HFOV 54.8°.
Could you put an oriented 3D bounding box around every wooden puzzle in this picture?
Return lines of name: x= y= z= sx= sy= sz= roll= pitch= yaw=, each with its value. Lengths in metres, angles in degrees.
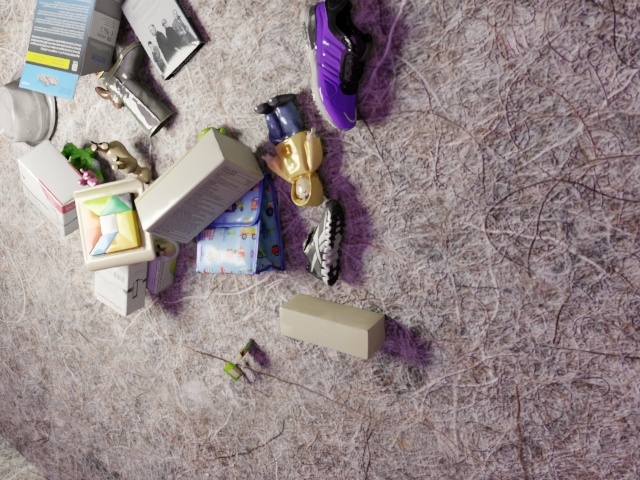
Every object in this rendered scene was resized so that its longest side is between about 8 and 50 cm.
wooden puzzle: x=-0.588 y=-0.043 z=1.747 sx=0.220 sy=0.044 sz=0.239 roll=-11 pitch=92 yaw=12

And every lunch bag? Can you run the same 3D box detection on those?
lunch bag: x=-0.223 y=-0.058 z=1.699 sx=0.220 sy=0.138 sz=0.294 roll=-1 pitch=91 yaw=35

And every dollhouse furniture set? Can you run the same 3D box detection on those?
dollhouse furniture set: x=-0.243 y=0.375 z=1.903 sx=0.058 sy=0.076 sz=0.152 roll=40 pitch=128 yaw=-1

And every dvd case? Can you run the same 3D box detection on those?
dvd case: x=-0.428 y=-0.584 z=1.667 sx=0.179 sy=0.029 sz=0.239 roll=-30 pitch=90 yaw=36

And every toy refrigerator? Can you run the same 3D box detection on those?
toy refrigerator: x=0.030 y=0.228 z=1.641 sx=0.269 sy=0.102 sz=0.094 roll=10 pitch=114 yaw=30

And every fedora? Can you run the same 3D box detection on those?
fedora: x=-1.004 y=-0.434 z=2.050 sx=0.243 sy=0.124 sz=0.276 roll=37 pitch=124 yaw=16

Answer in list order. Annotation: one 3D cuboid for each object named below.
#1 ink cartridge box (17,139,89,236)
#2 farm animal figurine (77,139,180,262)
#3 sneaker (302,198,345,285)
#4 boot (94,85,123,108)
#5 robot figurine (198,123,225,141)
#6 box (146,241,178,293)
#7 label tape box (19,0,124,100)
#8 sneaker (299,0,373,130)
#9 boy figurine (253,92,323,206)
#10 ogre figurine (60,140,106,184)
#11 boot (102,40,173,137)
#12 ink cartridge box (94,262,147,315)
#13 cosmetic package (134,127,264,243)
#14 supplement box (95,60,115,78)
ink cartridge box: x=-0.846 y=-0.158 z=1.981 sx=0.207 sy=0.117 sz=0.283 roll=46 pitch=151 yaw=1
farm animal figurine: x=-0.547 y=-0.121 z=1.845 sx=0.326 sy=0.172 sz=0.331 roll=11 pitch=96 yaw=11
sneaker: x=0.000 y=0.000 z=1.586 sx=0.106 sy=0.078 sz=0.235 roll=17 pitch=119 yaw=25
boot: x=-0.616 y=-0.465 z=1.835 sx=0.106 sy=0.037 sz=0.114 roll=35 pitch=128 yaw=2
robot figurine: x=-0.286 y=-0.259 z=1.679 sx=0.101 sy=0.067 sz=0.115 roll=-42 pitch=83 yaw=33
box: x=-0.595 y=0.026 z=1.984 sx=0.289 sy=0.087 sz=0.169 roll=28 pitch=121 yaw=22
label tape box: x=-0.704 y=-0.569 z=1.747 sx=0.240 sy=0.105 sz=0.334 roll=18 pitch=97 yaw=27
sneaker: x=0.054 y=-0.396 z=1.379 sx=0.146 sy=0.102 sz=0.294 roll=-7 pitch=104 yaw=34
boy figurine: x=-0.073 y=-0.214 z=1.544 sx=0.177 sy=0.092 sz=0.285 roll=-15 pitch=96 yaw=34
ogre figurine: x=-0.771 y=-0.240 z=1.993 sx=0.197 sy=0.096 sz=0.118 roll=49 pitch=139 yaw=22
boot: x=-0.498 y=-0.428 z=1.750 sx=0.208 sy=0.076 sz=0.190 roll=46 pitch=115 yaw=6
ink cartridge box: x=-0.623 y=0.111 z=1.926 sx=0.148 sy=0.086 sz=0.203 roll=28 pitch=124 yaw=22
cosmetic package: x=-0.320 y=-0.135 z=1.617 sx=0.309 sy=0.160 sz=0.113 roll=-38 pitch=60 yaw=20
supplement box: x=-0.649 y=-0.526 z=1.823 sx=0.043 sy=0.055 sz=0.083 roll=-35 pitch=87 yaw=37
